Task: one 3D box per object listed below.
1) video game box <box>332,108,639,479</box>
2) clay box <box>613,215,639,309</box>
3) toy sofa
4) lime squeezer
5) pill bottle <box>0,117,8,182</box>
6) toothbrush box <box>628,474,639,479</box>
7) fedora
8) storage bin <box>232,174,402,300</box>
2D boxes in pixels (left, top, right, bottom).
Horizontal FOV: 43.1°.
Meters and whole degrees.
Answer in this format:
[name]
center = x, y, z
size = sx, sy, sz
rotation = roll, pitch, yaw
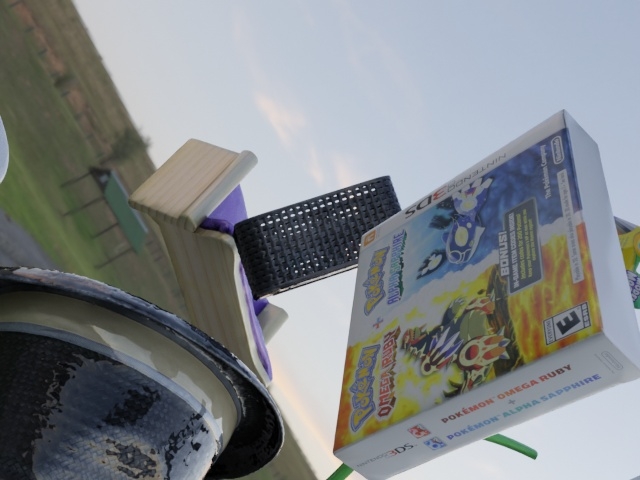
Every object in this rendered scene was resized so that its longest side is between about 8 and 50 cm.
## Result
[video game box]
center = 0.097, 0.031, 0.518
size = 0.048, 0.187, 0.205
rotation = 38, 36, -23
[clay box]
center = 0.261, 0.006, 0.905
size = 0.222, 0.127, 0.053
rotation = 27, -41, 19
[toy sofa]
center = -0.130, 0.044, 1.189
size = 0.177, 0.150, 0.362
rotation = 20, -39, 25
[lime squeezer]
center = 0.124, 0.253, 0.997
size = 0.059, 0.311, 0.109
rotation = 164, -84, -79
[pill bottle]
center = -0.544, -0.094, 0.899
size = 0.188, 0.334, 0.187
rotation = -18, 90, -87
[toothbrush box]
center = 0.479, 0.390, 1.014
size = 0.216, 0.296, 0.126
rotation = -108, 172, -73
[fedora]
center = -0.189, 0.167, 0.638
size = 0.334, 0.152, 0.334
rotation = 11, -35, 8
[storage bin]
center = 0.000, 0.000, 0.908
size = 0.122, 0.180, 0.084
rotation = 137, -66, -80
